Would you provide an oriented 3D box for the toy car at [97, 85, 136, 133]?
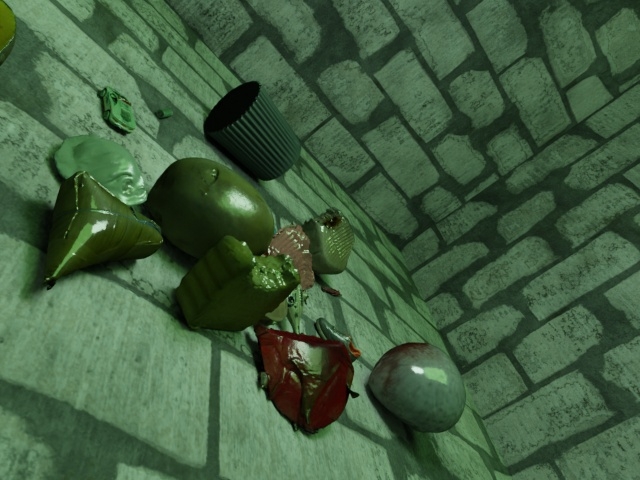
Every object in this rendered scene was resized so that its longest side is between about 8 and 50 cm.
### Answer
[{"bbox_3d":[-0.580,-0.384,1.362,0.093,0.058,0.186,30,28,-51],"label":"toy car"}]

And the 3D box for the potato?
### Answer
[{"bbox_3d":[-0.272,-0.067,1.212,0.326,0.221,0.243,39,34,-13],"label":"potato"}]

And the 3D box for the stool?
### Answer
[{"bbox_3d":[-0.268,-0.446,1.996,0.330,0.297,0.297,46,16,-38],"label":"stool"}]

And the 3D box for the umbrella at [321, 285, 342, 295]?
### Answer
[{"bbox_3d":[0.049,0.209,1.947,0.165,0.025,0.027,25,49,-56],"label":"umbrella"}]

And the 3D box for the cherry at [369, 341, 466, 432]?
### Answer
[{"bbox_3d":[0.347,0.522,1.674,0.335,0.291,0.326,8,40,-55],"label":"cherry"}]

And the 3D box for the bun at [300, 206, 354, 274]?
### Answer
[{"bbox_3d":[0.006,0.013,1.919,0.282,0.205,0.281,5,84,-51],"label":"bun"}]

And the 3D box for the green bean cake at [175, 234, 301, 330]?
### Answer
[{"bbox_3d":[-0.192,0.100,1.114,0.124,0.233,0.236,55,14,29],"label":"green bean cake"}]

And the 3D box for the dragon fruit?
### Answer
[{"bbox_3d":[-0.009,0.349,1.229,0.344,0.100,0.282,20,49,-40],"label":"dragon fruit"}]

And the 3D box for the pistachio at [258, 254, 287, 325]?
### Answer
[{"bbox_3d":[-0.169,0.129,1.317,0.152,0.126,0.223,-26,85,-53],"label":"pistachio"}]

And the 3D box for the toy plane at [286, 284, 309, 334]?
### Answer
[{"bbox_3d":[-0.076,0.222,1.391,0.108,0.092,0.286,9,58,-32],"label":"toy plane"}]

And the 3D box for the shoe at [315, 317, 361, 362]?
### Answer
[{"bbox_3d":[0.063,0.335,1.609,0.194,0.077,0.074,55,16,7],"label":"shoe"}]

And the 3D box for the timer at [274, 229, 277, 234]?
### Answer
[{"bbox_3d":[-0.205,-0.043,1.650,0.250,0.091,0.231,43,18,-45],"label":"timer"}]

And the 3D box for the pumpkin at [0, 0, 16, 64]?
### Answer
[{"bbox_3d":[-0.699,-0.396,0.915,0.217,0.217,0.110,55,-23,7],"label":"pumpkin"}]

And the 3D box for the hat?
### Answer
[{"bbox_3d":[-0.126,0.074,1.533,0.286,0.107,0.236,-22,93,-58],"label":"hat"}]

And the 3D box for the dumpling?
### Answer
[{"bbox_3d":[-0.489,-0.147,1.061,0.219,0.153,0.108,45,-28,9],"label":"dumpling"}]

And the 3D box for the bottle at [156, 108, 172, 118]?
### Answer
[{"bbox_3d":[-0.541,-0.442,1.650,0.030,0.030,0.083,50,15,-11],"label":"bottle"}]

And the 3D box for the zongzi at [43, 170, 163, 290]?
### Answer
[{"bbox_3d":[-0.403,0.021,0.902,0.228,0.115,0.256,43,24,-46],"label":"zongzi"}]
